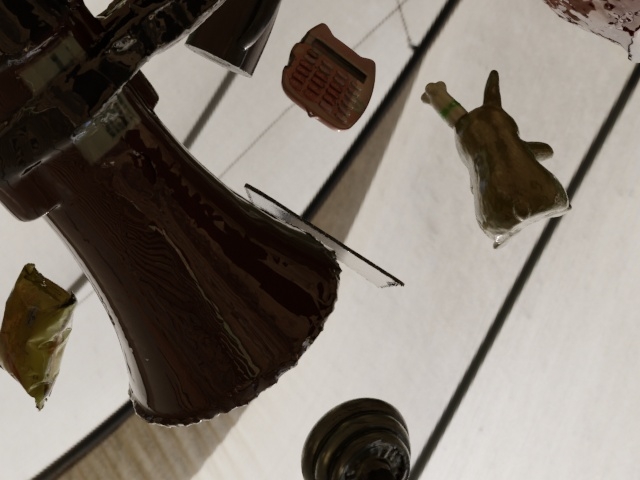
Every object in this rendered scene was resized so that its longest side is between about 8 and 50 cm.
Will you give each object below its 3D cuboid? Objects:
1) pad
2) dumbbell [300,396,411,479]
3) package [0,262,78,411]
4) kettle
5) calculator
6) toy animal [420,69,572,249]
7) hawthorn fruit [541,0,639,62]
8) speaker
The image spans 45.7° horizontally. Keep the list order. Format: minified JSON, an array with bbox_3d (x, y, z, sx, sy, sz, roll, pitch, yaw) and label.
[{"bbox_3d":[0.000,0.000,1.168,0.269,0.012,0.270,33,175,-2],"label":"pad"},{"bbox_3d":[0.110,0.356,0.993,0.179,0.179,0.406,0,-162,-26],"label":"dumbbell"},{"bbox_3d":[-0.487,0.161,1.294,0.168,0.226,0.090,27,-164,37],"label":"package"},{"bbox_3d":[-0.143,-0.446,1.447,0.144,0.232,0.202,22,-175,-27],"label":"kettle"},{"bbox_3d":[0.017,-0.373,1.763,0.220,0.048,0.329,36,-138,-12],"label":"calculator"},{"bbox_3d":[0.342,-0.170,1.472,0.180,0.181,0.362,28,-140,-52],"label":"toy animal"},{"bbox_3d":[0.205,-0.211,0.371,0.285,0.368,0.285,-14,-175,1],"label":"hawthorn fruit"},{"bbox_3d":[-0.106,-0.070,0.522,0.259,0.329,0.198,-32,-149,-8],"label":"speaker"}]
